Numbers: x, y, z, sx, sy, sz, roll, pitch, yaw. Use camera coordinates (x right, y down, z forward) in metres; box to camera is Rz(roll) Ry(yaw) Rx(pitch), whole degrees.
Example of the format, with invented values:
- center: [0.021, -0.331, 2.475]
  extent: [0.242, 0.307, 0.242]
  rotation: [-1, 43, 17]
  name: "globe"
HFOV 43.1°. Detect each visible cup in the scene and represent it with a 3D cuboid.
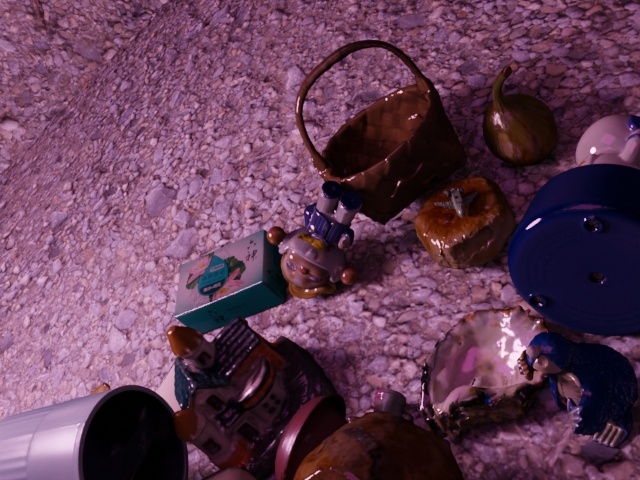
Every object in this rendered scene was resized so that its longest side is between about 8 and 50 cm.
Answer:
- center: [-0.423, 0.420, 1.496]
  extent: [0.311, 0.331, 0.257]
  rotation: [-16, 70, 29]
  name: "cup"

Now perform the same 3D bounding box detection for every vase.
- center: [0.096, 0.355, 1.356]
  extent: [0.086, 0.086, 0.214]
  rotation: [-9, 47, 34]
  name: "vase"

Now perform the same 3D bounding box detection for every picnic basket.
- center: [0.097, -0.241, 1.633]
  extent: [0.293, 0.337, 0.337]
  rotation: [-36, 41, 8]
  name: "picnic basket"

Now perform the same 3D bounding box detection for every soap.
- center: [-0.283, 0.320, 1.704]
  extent: [0.121, 0.064, 0.183]
  rotation: [9, 62, 44]
  name: "soap"

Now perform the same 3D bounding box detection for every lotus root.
- center: [0.051, 0.404, 1.157]
  extent: [0.316, 0.250, 0.316]
  rotation: [-3, 82, 25]
  name: "lotus root"

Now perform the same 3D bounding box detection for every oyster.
- center: [0.269, 0.219, 1.327]
  extent: [0.259, 0.092, 0.198]
  rotation: [-42, 40, -12]
  name: "oyster"

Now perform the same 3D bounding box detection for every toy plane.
- center: [0.250, -0.073, 1.479]
  extent: [0.080, 0.033, 0.083]
  rotation: [-13, 38, 3]
  name: "toy plane"

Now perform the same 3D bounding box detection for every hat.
- center: [0.005, 0.352, 1.346]
  extent: [0.089, 0.205, 0.205]
  rotation: [17, 67, 27]
  name: "hat"

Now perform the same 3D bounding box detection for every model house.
- center: [-0.168, 0.266, 1.490]
  extent: [0.271, 0.301, 0.190]
  rotation: [-45, 33, 0]
  name: "model house"

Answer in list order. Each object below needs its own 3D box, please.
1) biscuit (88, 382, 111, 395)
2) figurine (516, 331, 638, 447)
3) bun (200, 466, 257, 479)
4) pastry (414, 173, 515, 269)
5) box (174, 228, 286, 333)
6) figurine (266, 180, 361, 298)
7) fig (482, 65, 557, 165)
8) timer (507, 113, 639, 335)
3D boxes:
- center: [-0.494, 0.408, 1.806]
  extent: [0.118, 0.061, 0.183]
  rotation: [-36, 39, 12]
  name: "biscuit"
- center: [0.370, 0.190, 1.141]
  extent: [0.121, 0.262, 0.164]
  rotation: [-44, 54, 11]
  name: "figurine"
- center: [-0.169, 0.481, 1.398]
  extent: [0.173, 0.173, 0.120]
  rotation: [-42, 60, 2]
  name: "bun"
- center: [0.274, -0.034, 1.524]
  extent: [0.182, 0.093, 0.192]
  rotation: [-33, 34, 5]
  name: "pastry"
- center: [-0.199, 0.094, 1.806]
  extent: [0.244, 0.092, 0.153]
  rotation: [-24, 44, 23]
  name: "box"
- center: [-0.008, -0.007, 1.621]
  extent: [0.193, 0.274, 0.133]
  rotation: [11, 39, 17]
  name: "figurine"
- center: [0.357, -0.240, 1.518]
  extent: [0.149, 0.245, 0.149]
  rotation: [-16, 53, 23]
  name: "fig"
- center: [0.471, -0.068, 1.309]
  extent: [0.270, 0.270, 0.384]
  rotation: [-8, 38, 34]
  name: "timer"
